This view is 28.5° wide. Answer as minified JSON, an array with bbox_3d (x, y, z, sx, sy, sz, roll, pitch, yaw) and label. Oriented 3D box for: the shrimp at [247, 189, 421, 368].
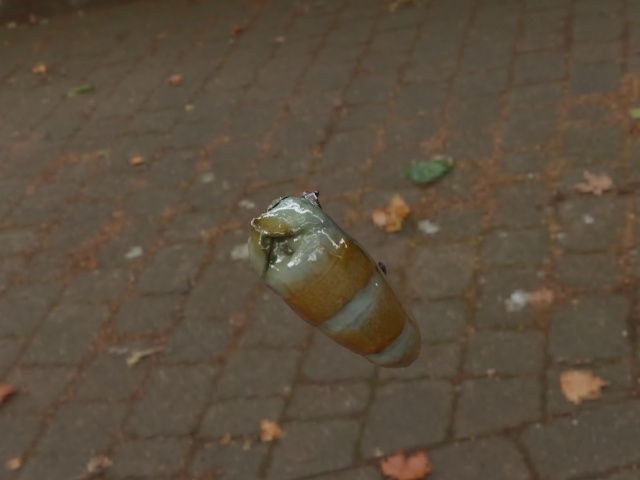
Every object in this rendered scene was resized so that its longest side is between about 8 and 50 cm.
[{"bbox_3d":[0.000,0.000,0.712,0.049,0.161,0.166,-40,39,10],"label":"shrimp"}]
